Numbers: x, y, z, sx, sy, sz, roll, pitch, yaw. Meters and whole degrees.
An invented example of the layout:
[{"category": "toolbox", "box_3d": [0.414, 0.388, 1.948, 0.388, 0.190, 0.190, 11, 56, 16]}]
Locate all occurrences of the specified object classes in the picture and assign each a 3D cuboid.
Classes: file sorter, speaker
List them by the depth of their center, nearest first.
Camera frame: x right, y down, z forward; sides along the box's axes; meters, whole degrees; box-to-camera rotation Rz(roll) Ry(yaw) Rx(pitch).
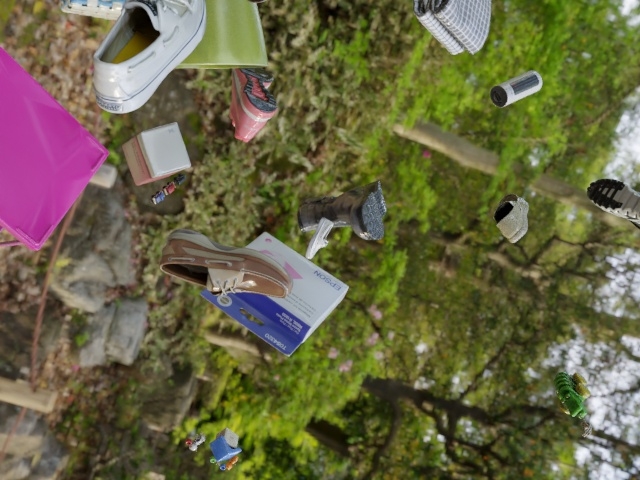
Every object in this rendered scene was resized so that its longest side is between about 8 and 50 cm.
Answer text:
[{"category": "file sorter", "box_3d": [-0.520, -0.147, 1.182, 0.182, 0.290, 0.202, -5, -133, 43]}, {"category": "speaker", "box_3d": [0.471, -0.365, 1.892, 0.136, 0.055, 0.055, -26, 157, -32]}]

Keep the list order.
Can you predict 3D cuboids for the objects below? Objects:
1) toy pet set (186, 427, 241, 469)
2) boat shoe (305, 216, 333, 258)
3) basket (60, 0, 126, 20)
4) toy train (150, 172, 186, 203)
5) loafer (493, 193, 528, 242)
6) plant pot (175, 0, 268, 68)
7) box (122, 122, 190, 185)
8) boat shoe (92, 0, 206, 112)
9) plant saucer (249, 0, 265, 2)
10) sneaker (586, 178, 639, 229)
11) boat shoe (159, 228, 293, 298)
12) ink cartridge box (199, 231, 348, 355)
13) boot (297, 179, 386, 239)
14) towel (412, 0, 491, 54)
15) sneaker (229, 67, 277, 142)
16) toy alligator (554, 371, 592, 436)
[{"category": "toy pet set", "box_3d": [-0.228, 0.478, 1.748, 0.114, 0.122, 0.065, -37, -156, 26]}, {"category": "boat shoe", "box_3d": [0.000, 0.000, 1.728, 0.100, 0.035, 0.035, -65, 169, 11]}, {"category": "basket", "box_3d": [-0.566, -0.732, 2.054, 0.201, 0.255, 0.288, 2, -87, 62]}, {"category": "toy train", "box_3d": [-0.504, -0.172, 2.614, 0.158, 0.036, 0.027, -46, 142, -32]}, {"category": "loafer", "box_3d": [0.619, -0.093, 2.569, 0.102, 0.092, 0.268, -43, -166, 23]}, {"category": "plant pot", "box_3d": [-0.258, -0.543, 1.782, 0.275, 0.275, 0.293, -105, -166, -79]}, {"category": "box", "box_3d": [-0.531, -0.275, 2.529, 0.232, 0.127, 0.148, -9, -79, 62]}, {"category": "boat shoe", "box_3d": [-0.321, -0.409, 1.461, 0.156, 0.136, 0.367, 96, 17, -51]}, {"category": "plant saucer", "box_3d": [-0.078, -0.487, 1.356, 0.169, 0.029, 0.168, -17, -114, 43]}, {"category": "sneaker", "box_3d": [0.708, -0.070, 1.771, 0.078, 0.106, 0.234, -54, -141, -7]}, {"category": "boat shoe", "box_3d": [-0.225, 0.080, 1.837, 0.123, 0.325, 0.116, 94, 16, -50]}, {"category": "ink cartridge box", "box_3d": [-0.129, 0.145, 2.317, 0.330, 0.324, 0.071, -43, 162, -50]}, {"category": "boot", "box_3d": [0.045, -0.056, 1.995, 0.338, 0.223, 0.118, -54, 131, -75]}, {"category": "towel", "box_3d": [0.359, -0.657, 2.036, 0.121, 0.235, 0.283, 5, -101, 38]}, {"category": "sneaker", "box_3d": [-0.198, -0.366, 2.040, 0.136, 0.116, 0.313, -56, -155, 27]}, {"category": "toy alligator", "box_3d": [0.455, 0.286, 1.432, 0.056, 0.051, 0.189, -53, -175, 22]}]
